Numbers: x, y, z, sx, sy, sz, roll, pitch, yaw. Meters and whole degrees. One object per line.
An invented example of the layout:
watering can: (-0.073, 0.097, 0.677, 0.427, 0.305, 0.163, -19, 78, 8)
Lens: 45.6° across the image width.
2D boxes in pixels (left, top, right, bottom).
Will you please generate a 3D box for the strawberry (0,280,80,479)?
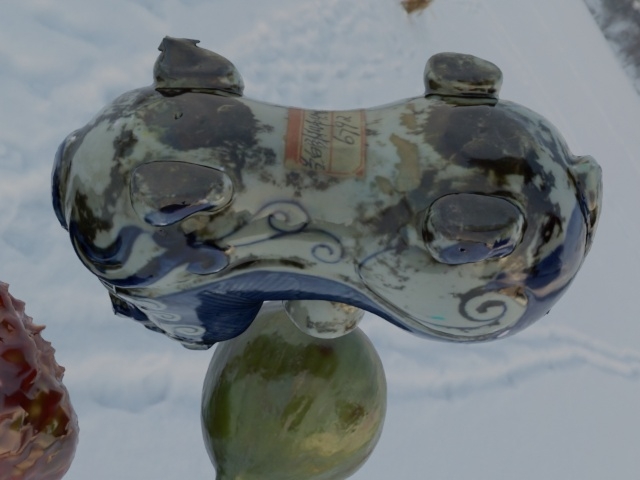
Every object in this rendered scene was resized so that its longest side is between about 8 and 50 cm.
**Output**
strawberry: (-0.337, 0.070, 0.490, 0.292, 0.343, 0.292, 12, 90, -84)

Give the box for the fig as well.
fig: (-0.041, 0.162, 0.541, 0.149, 0.149, 0.245, 46, 53, -27)

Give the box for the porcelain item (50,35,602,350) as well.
porcelain item: (0.000, 0.000, 0.428, 0.186, 0.287, 0.138, 94, -3, -50)
